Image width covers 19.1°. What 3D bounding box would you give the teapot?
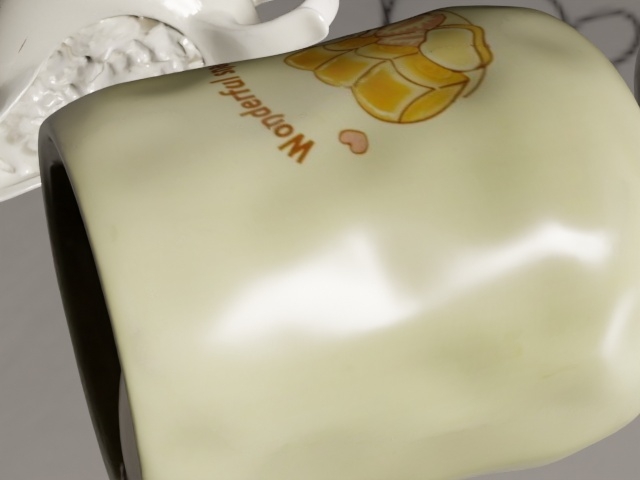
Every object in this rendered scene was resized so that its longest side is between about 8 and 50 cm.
[{"bbox_3d":[-0.129,-0.122,1.323,0.298,0.204,0.139,-29,25,7],"label":"teapot"}]

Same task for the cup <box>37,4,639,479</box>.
[{"bbox_3d":[0.006,0.019,0.736,0.202,0.255,0.173,-13,81,-13],"label":"cup"}]

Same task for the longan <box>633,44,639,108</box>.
[{"bbox_3d":[0.315,-0.090,1.243,0.196,0.196,0.220,-43,88,-18],"label":"longan"}]
